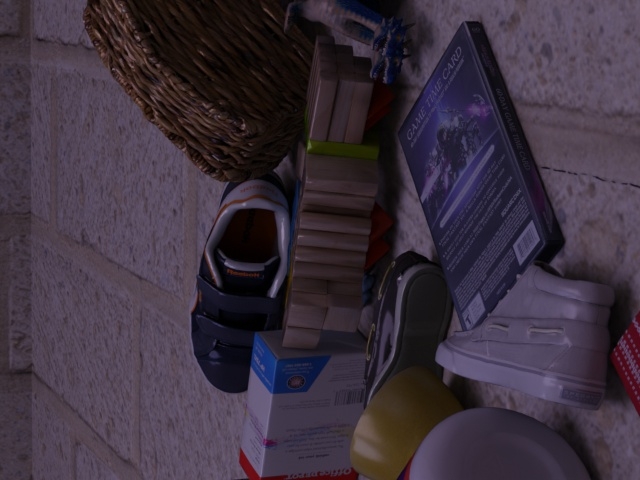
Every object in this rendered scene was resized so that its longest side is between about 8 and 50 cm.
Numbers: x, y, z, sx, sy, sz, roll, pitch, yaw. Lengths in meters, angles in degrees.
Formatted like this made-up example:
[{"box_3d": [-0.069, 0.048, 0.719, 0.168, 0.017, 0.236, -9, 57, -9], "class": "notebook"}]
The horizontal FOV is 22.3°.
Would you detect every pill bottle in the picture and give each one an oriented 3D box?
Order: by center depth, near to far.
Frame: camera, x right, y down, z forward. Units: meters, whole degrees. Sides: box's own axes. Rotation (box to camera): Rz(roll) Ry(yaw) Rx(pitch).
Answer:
[{"box_3d": [0.128, 0.313, 1.579, 0.323, 0.181, 0.181, 117, 143, -48], "class": "pill bottle"}]

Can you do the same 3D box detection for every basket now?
[{"box_3d": [-0.166, -0.209, 2.035, 0.299, 0.213, 0.223, 50, 144, 6], "class": "basket"}]

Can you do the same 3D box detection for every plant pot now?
[{"box_3d": [0.111, 0.213, 1.704, 0.095, 0.134, 0.134, 32, 125, 33], "class": "plant pot"}]

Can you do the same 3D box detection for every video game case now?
[{"box_3d": [0.158, -0.059, 1.673, 0.196, 0.026, 0.274, 120, 142, -51], "class": "video game case"}]

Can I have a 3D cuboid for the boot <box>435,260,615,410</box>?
[{"box_3d": [0.199, 0.081, 1.537, 0.258, 0.095, 0.123, 9, 86, 65], "class": "boot"}]

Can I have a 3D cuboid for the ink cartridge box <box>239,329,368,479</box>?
[{"box_3d": [-0.020, 0.225, 1.973, 0.078, 0.134, 0.231, -134, 47, -56], "class": "ink cartridge box"}]

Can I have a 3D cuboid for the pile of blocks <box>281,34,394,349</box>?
[{"box_3d": [0.029, -0.051, 1.887, 0.149, 0.112, 0.362, -113, 30, -76], "class": "pile of blocks"}]

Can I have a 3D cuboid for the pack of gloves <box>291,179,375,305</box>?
[{"box_3d": [0.000, 0.000, 2.019, 0.232, 0.046, 0.195, 148, 116, -64], "class": "pack of gloves"}]

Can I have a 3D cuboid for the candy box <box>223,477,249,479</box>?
[{"box_3d": [-0.049, 0.453, 2.002, 0.087, 0.183, 0.316, 131, 132, -59], "class": "candy box"}]

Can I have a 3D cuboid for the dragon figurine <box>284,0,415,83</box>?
[{"box_3d": [0.039, -0.292, 1.847, 0.289, 0.144, 0.085, -88, 12, -44], "class": "dragon figurine"}]

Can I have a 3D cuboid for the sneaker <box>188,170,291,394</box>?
[{"box_3d": [-0.109, 0.067, 2.150, 0.127, 0.126, 0.321, -102, 18, -73], "class": "sneaker"}]

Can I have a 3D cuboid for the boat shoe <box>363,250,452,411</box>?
[{"box_3d": [0.090, 0.124, 1.786, 0.069, 0.081, 0.228, -134, 54, -61], "class": "boat shoe"}]

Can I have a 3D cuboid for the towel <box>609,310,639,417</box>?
[{"box_3d": [0.329, 0.088, 1.283, 0.275, 0.031, 0.199, 112, 145, -47], "class": "towel"}]

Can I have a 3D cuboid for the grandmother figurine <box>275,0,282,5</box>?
[{"box_3d": [-0.091, -0.305, 2.140, 0.208, 0.104, 0.342, 60, 149, 22], "class": "grandmother figurine"}]
